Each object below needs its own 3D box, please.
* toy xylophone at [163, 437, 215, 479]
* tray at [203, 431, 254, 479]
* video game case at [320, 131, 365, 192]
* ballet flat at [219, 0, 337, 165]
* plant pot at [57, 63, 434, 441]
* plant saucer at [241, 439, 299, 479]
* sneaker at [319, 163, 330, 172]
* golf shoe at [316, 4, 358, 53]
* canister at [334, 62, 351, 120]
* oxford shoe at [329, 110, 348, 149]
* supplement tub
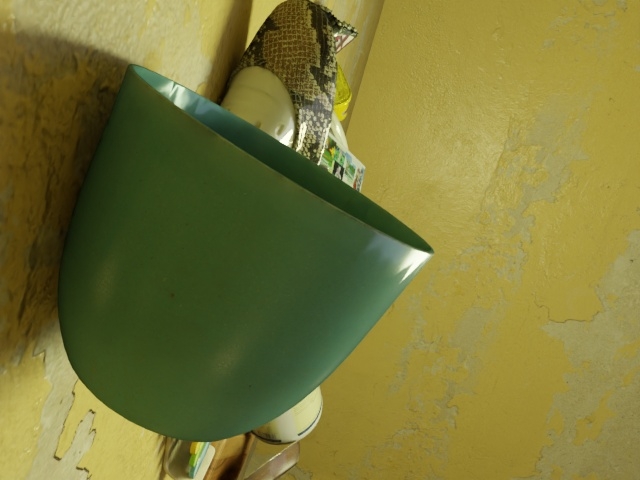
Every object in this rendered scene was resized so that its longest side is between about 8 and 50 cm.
[{"bbox_3d":[-0.238,0.335,1.141,0.236,0.081,0.323,-69,175,-54],"label":"toy xylophone"},{"bbox_3d":[-0.274,0.596,1.496,0.411,0.076,0.203,76,34,-71],"label":"tray"},{"bbox_3d":[0.016,-0.095,1.388,0.329,0.036,0.300,26,74,-63],"label":"video game case"},{"bbox_3d":[-0.098,-0.098,0.821,0.182,0.164,0.483,-35,149,-50],"label":"ballet flat"},{"bbox_3d":[-0.087,0.027,0.497,0.235,0.293,0.293,-58,179,10],"label":"plant pot"},{"bbox_3d":[-0.172,0.649,1.485,0.310,0.050,0.311,-33,163,-12],"label":"plant saucer"},{"bbox_3d":[-0.055,-0.161,0.952,0.086,0.163,0.226,-67,172,-47],"label":"sneaker"},{"bbox_3d":[0.003,-0.441,1.215,0.120,0.105,0.273,-55,180,24],"label":"golf shoe"},{"bbox_3d":[0.033,-0.409,1.548,0.170,0.073,0.126,93,-26,-85],"label":"canister"},{"bbox_3d":[-0.009,-0.236,1.598,0.449,0.130,0.169,97,-29,-67],"label":"oxford shoe"},{"bbox_3d":[-0.124,0.382,1.534,0.235,0.235,0.325,-69,159,-45],"label":"supplement tub"}]
